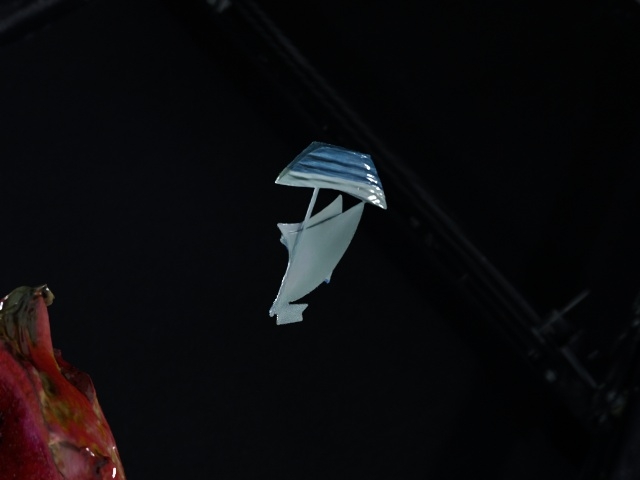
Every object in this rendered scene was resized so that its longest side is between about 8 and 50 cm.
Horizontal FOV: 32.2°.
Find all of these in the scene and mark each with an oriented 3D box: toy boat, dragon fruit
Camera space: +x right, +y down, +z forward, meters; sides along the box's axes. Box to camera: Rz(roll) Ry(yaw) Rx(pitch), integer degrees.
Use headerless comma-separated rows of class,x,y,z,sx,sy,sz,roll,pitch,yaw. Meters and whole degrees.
toy boat,0.009,-0.007,0.853,0.105,0.149,0.034,-16,-153,-33
dragon fruit,-0.234,0.132,0.867,0.134,0.262,0.211,-2,-91,-53
